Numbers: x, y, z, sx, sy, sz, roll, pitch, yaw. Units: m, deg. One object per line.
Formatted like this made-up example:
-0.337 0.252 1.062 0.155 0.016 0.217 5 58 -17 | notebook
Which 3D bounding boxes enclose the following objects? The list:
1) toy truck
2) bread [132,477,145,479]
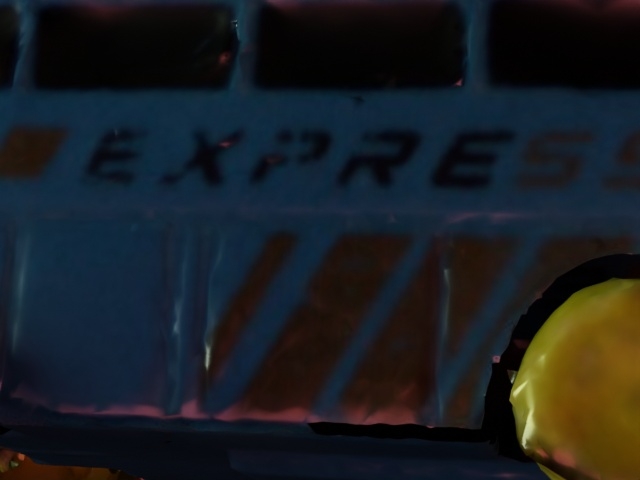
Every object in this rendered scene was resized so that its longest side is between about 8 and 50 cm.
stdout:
0.000 0.000 0.455 0.385 0.161 0.162 0 75 14 | toy truck
-0.036 0.090 0.563 0.090 0.035 0.094 -14 103 17 | bread
